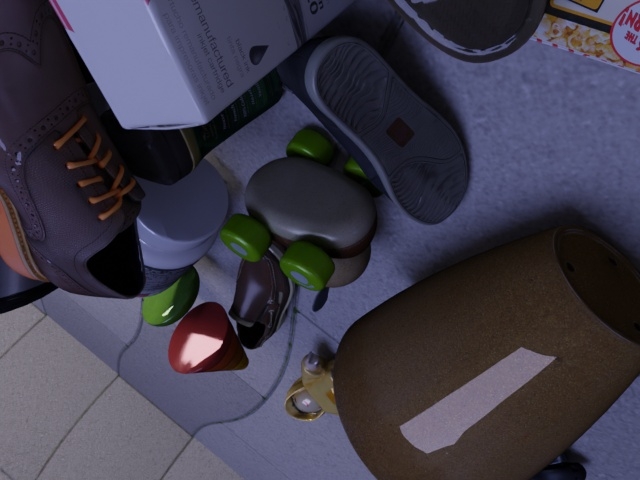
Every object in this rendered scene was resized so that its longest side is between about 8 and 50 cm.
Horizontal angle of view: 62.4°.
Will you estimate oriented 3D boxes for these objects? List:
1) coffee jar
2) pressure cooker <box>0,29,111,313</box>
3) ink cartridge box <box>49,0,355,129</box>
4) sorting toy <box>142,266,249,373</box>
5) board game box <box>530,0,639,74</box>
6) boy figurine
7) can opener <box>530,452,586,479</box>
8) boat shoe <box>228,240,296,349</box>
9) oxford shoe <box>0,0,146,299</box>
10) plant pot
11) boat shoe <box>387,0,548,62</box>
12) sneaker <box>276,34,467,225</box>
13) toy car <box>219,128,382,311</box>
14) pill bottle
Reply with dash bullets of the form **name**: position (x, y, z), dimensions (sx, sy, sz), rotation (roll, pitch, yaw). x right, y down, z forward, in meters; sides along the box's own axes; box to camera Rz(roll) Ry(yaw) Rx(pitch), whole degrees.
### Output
- **coffee jar**: position (-0.127, -0.133, 0.534), dimensions (0.096, 0.184, 0.079), rotation (17, 140, 31)
- **pressure cooker**: position (-0.421, -0.169, 0.570), dimensions (0.375, 0.370, 0.420), rotation (31, 121, 18)
- **ink cartridge box**: position (-0.077, -0.202, 0.376), dimensions (0.092, 0.218, 0.159), rotation (6, 134, 33)
- **sorting toy**: position (-0.227, 0.132, 0.961), dimensions (0.126, 0.127, 0.365), rotation (45, 175, -41)
- **board game box**: position (0.210, -0.180, 0.274), dimensions (0.146, 0.045, 0.193), rotation (28, 144, 18)
- **boy figurine**: position (0.025, 0.260, 0.922), dimensions (0.177, 0.092, 0.285), rotation (47, 143, -15)
- **can opener**: position (0.309, 0.337, 0.772), dimensions (0.059, 0.073, 0.186), rotation (4, 152, -15)
- **boat shoe**: position (-0.100, 0.099, 0.853), dimensions (0.095, 0.095, 0.257), rotation (28, 144, 19)
- **oxford shoe**: position (-0.206, -0.076, 0.431), dimensions (0.132, 0.130, 0.364), rotation (23, 144, 7)
- **plant pot**: position (0.176, 0.107, 0.507), dimensions (0.237, 0.237, 0.254), rotation (40, 132, 1)
- **boat shoe**: position (0.049, -0.255, 0.300), dimensions (0.110, 0.104, 0.307), rotation (-19, 114, 43)
- **sneaker**: position (0.052, -0.110, 0.500), dimensions (0.222, 0.083, 0.118), rotation (44, -177, -35)
- **toy car**: position (0.000, 0.000, 0.610), dimensions (0.149, 0.155, 0.188), rotation (23, 155, 24)
- **pill bottle**: position (-0.250, -0.019, 0.807), dimensions (0.161, 0.161, 0.283), rotation (46, 146, -8)
